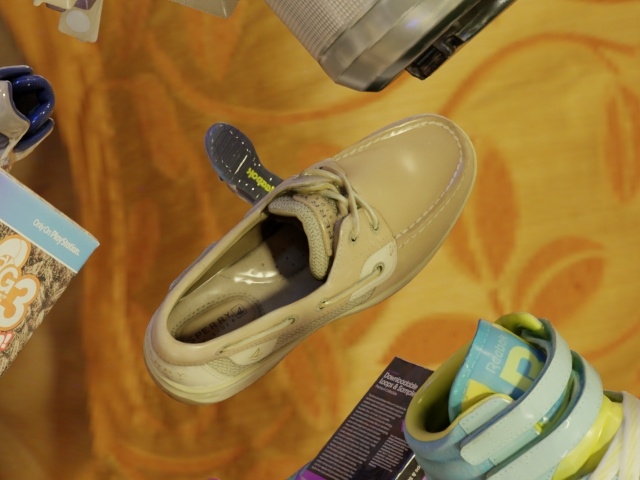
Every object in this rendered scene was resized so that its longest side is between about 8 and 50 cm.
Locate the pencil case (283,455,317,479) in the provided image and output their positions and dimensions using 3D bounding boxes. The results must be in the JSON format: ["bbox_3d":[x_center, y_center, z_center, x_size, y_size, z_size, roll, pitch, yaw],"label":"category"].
[{"bbox_3d":[0.033,0.231,1.895,0.152,0.070,0.064,-38,100,11],"label":"pencil case"}]

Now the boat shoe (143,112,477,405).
[{"bbox_3d":[0.000,0.000,1.340,0.302,0.098,0.109,-37,74,-19],"label":"boat shoe"}]

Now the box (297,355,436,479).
[{"bbox_3d":[0.057,0.181,1.643,0.029,0.116,0.162,46,75,-30],"label":"box"}]

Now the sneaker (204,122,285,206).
[{"bbox_3d":[-0.094,-0.083,2.116,0.053,0.059,0.144,-51,132,-13],"label":"sneaker"}]

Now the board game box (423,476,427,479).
[{"bbox_3d":[0.166,0.319,2.050,0.347,0.056,0.208,-37,82,-29],"label":"board game box"}]

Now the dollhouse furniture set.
[{"bbox_3d":[-0.118,-0.138,1.188,0.114,0.081,0.091,18,39,2],"label":"dollhouse furniture set"}]

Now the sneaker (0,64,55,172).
[{"bbox_3d":[-0.291,-0.103,1.689,0.131,0.296,0.112,-23,100,6],"label":"sneaker"}]

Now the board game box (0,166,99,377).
[{"bbox_3d":[-0.331,0.044,1.230,0.291,0.141,0.232,-55,144,-4],"label":"board game box"}]

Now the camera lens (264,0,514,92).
[{"bbox_3d":[0.023,-0.242,1.100,0.219,0.219,0.274,-42,92,-27],"label":"camera lens"}]

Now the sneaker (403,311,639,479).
[{"bbox_3d":[0.189,0.131,1.123,0.208,0.319,0.127,61,36,-28],"label":"sneaker"}]

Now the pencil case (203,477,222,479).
[{"bbox_3d":[-0.117,0.301,1.453,0.104,0.104,0.236,46,66,-24],"label":"pencil case"}]
